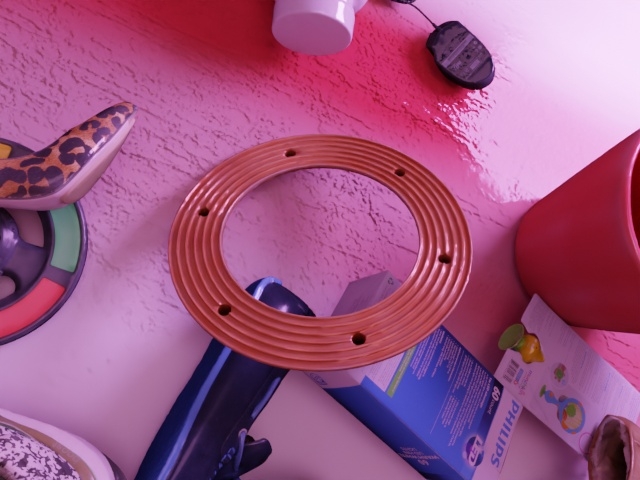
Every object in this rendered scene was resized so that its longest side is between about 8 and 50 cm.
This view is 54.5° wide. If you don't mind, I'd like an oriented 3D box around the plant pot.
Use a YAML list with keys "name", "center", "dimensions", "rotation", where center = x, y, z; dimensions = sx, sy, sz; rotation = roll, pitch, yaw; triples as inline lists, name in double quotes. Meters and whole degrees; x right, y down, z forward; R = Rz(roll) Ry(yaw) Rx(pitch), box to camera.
- name: "plant pot"
  center: [0.401, 0.002, 0.794]
  dimensions: [0.274, 0.243, 0.275]
  rotation: [5, 76, -20]

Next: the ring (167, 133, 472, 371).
- name: "ring"
  center: [0.000, 0.000, 0.697]
  dimensions: [0.336, 0.032, 0.337]
  rotation: [0, 51, 1]

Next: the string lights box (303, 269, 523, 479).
- name: "string lights box"
  center: [0.115, 0.173, 0.721]
  dimensions: [0.259, 0.076, 0.133]
  rotation: [45, 55, -17]

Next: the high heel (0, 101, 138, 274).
- name: "high heel"
  center: [-0.324, -0.096, 0.614]
  dimensions: [0.186, 0.093, 0.261]
  rotation: [41, 68, -7]

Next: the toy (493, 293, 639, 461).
- name: "toy"
  center: [0.324, 0.198, 0.832]
  dimensions: [0.237, 0.056, 0.137]
  rotation: [43, 64, -16]

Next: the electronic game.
- name: "electronic game"
  center: [-0.364, -0.001, 0.647]
  dimensions: [0.229, 0.048, 0.230]
  rotation: [4, 78, -18]

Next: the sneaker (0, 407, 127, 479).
- name: "sneaker"
  center: [-0.370, 0.170, 0.522]
  dimensions: [0.410, 0.182, 0.158]
  rotation: [19, 70, 1]

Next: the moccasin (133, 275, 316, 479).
- name: "moccasin"
  center: [-0.096, 0.202, 0.653]
  dimensions: [0.116, 0.137, 0.342]
  rotation: [34, 72, -14]

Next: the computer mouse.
- name: "computer mouse"
  center: [0.154, -0.306, 0.890]
  dimensions: [0.071, 0.041, 0.242]
  rotation: [-44, 90, -4]

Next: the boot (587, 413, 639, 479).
- name: "boot"
  center: [0.475, 0.312, 0.810]
  dimensions: [0.269, 0.089, 0.236]
  rotation: [38, 37, -6]

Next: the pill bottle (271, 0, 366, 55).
- name: "pill bottle"
  center: [0.002, -0.371, 0.793]
  dimensions: [0.136, 0.136, 0.246]
  rotation: [10, 77, -16]
